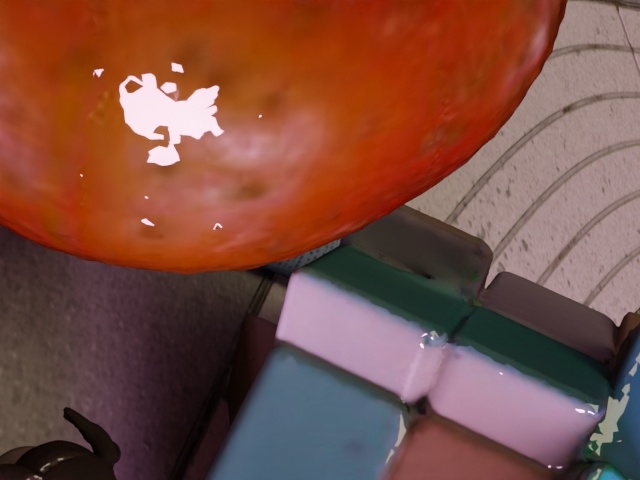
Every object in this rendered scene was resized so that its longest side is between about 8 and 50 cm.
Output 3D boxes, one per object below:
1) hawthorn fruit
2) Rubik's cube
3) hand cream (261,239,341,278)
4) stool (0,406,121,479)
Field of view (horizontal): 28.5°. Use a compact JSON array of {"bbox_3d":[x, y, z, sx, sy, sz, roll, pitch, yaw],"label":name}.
[{"bbox_3d":[-0.087,-0.175,0.642,0.403,0.402,0.403,23,60,-49],"label":"hawthorn fruit"},{"bbox_3d":[0.083,0.180,0.790,0.387,0.358,0.368,-57,166,-46],"label":"Rubik's cube"},{"bbox_3d":[0.000,0.000,0.969,0.271,0.058,0.091,26,70,-44],"label":"hand cream"},{"bbox_3d":[-0.148,0.195,0.631,0.125,0.121,0.217,8,74,-52],"label":"stool"}]
